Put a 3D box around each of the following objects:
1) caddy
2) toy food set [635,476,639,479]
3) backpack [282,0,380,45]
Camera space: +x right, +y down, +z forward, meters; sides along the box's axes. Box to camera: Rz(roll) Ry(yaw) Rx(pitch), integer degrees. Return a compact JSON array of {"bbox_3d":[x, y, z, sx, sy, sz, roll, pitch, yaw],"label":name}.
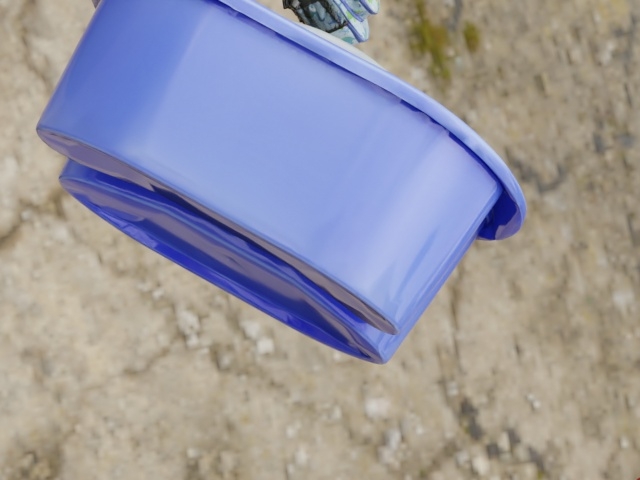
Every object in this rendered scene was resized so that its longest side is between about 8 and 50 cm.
[{"bbox_3d":[-0.027,-0.064,1.020,0.179,0.341,0.241,-60,175,-13],"label":"caddy"},{"bbox_3d":[0.310,0.207,1.125,0.104,0.111,0.232,42,29,-57],"label":"toy food set"},{"bbox_3d":[0.016,-0.260,1.559,0.114,0.084,0.105,52,27,-50],"label":"backpack"}]
